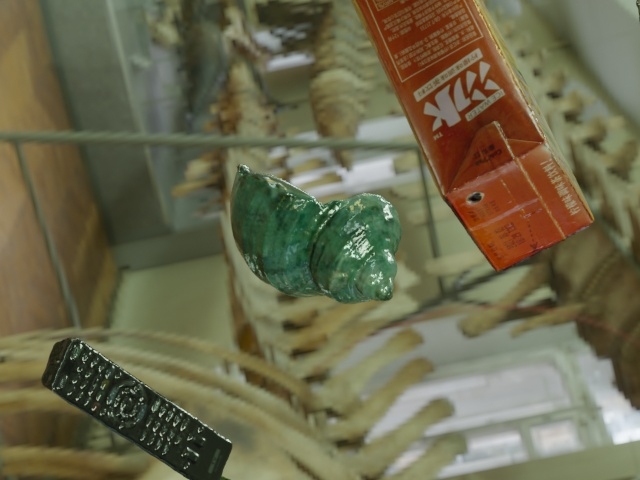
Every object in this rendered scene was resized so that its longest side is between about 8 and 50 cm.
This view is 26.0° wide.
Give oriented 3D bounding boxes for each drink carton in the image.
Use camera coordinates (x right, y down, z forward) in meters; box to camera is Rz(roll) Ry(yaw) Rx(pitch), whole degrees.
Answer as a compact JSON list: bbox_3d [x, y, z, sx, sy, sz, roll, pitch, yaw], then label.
[{"bbox_3d":[0.083,-0.098,0.839,0.096,0.071,0.223,48,18,-50],"label":"drink carton"}]

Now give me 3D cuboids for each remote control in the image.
[{"bbox_3d":[-0.180,0.179,1.393,0.245,0.025,0.063,41,54,-36],"label":"remote control"}]

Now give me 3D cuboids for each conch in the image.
[{"bbox_3d":[0.002,0.003,1.567,0.196,0.202,0.134,15,87,-62],"label":"conch"}]

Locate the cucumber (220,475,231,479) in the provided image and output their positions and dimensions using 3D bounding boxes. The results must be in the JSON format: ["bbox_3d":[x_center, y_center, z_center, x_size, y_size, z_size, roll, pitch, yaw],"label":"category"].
[{"bbox_3d":[-0.155,0.330,1.468,0.058,0.187,0.058,31,-34,24],"label":"cucumber"}]

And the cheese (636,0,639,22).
[{"bbox_3d":[0.373,-0.260,1.473,0.249,0.071,0.163,-47,123,-68],"label":"cheese"}]
